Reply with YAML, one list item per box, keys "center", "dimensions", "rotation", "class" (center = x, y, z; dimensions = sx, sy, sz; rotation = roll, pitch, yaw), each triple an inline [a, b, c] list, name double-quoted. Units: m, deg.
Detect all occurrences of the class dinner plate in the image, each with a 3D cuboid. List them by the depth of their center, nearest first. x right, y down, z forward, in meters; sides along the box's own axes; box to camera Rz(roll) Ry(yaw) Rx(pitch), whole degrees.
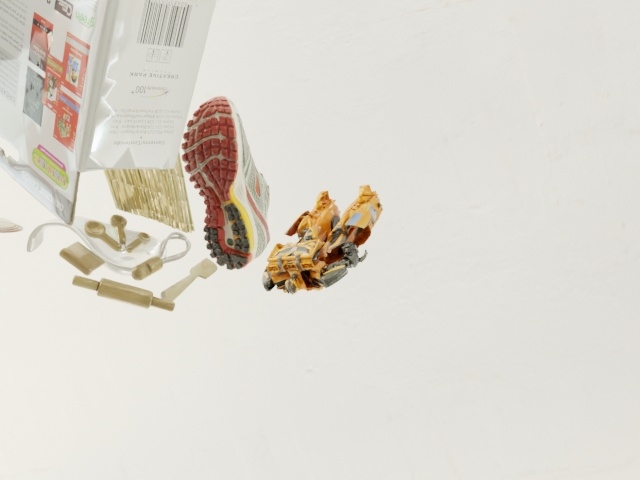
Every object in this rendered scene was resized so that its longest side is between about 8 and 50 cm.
- center: [-0.744, -0.037, 1.691]
  dimensions: [0.141, 0.141, 0.017]
  rotation: [-4, -101, 24]
  class: "dinner plate"

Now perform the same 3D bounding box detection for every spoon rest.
- center: [-0.440, 0.005, 1.479]
  dimensions: [0.276, 0.137, 0.084]
  rotation: [10, -60, 4]
  class: "spoon rest"

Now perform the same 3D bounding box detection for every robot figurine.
- center: [0.000, 0.000, 1.454]
  dimensions: [0.211, 0.291, 0.085]
  rotation: [-7, -61, 33]
  class: "robot figurine"

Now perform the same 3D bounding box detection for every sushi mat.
- center: [-0.278, -0.120, 1.156]
  dimensions: [0.151, 0.019, 0.316]
  rotation: [20, -31, 10]
  class: "sushi mat"

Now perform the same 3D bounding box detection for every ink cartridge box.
- center: [-0.292, -0.205, 0.867]
  dimensions: [0.309, 0.130, 0.271]
  rotation: [36, -62, 32]
  class: "ink cartridge box"

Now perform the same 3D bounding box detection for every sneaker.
- center: [-0.120, -0.079, 1.002]
  dimensions: [0.088, 0.093, 0.225]
  rotation: [-1, -77, 26]
  class: "sneaker"

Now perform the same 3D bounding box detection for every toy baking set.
- center: [-0.292, 0.035, 1.238]
  dimensions: [0.256, 0.196, 0.030]
  rotation: [21, -52, -16]
  class: "toy baking set"
